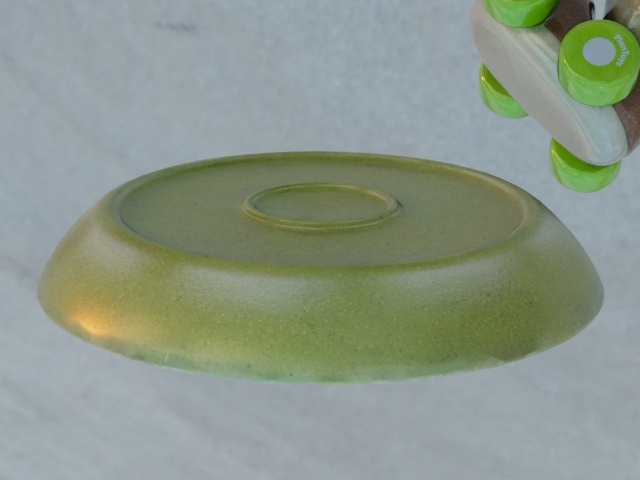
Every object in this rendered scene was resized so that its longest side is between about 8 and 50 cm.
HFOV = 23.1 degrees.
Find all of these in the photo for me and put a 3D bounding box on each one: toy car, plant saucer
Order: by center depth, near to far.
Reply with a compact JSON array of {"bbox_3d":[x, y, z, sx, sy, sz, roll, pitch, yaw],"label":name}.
[{"bbox_3d":[0.000,0.000,0.667,0.241,0.241,0.037,9,110,25],"label":"plant saucer"},{"bbox_3d":[0.211,-0.151,1.055,0.149,0.188,0.155,50,169,21],"label":"toy car"}]
